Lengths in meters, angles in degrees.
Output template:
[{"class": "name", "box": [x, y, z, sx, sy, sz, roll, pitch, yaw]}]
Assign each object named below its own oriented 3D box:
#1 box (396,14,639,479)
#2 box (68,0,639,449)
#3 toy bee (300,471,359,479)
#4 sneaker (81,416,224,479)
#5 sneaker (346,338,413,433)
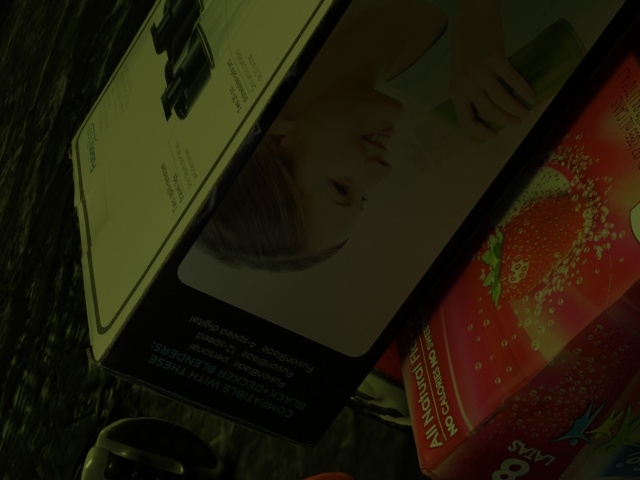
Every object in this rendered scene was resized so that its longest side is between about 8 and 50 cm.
[{"class": "box", "box": [0.101, -0.028, 0.448, 0.128, 0.123, 0.257, -49, 30, 31]}, {"class": "box", "box": [0.023, -0.095, 0.409, 0.290, 0.087, 0.169, -55, 27, 17]}, {"class": "toy bee", "box": [-0.104, 0.209, 0.553, 0.298, 0.195, 0.162, -19, 68, 28]}, {"class": "sneaker", "box": [-0.132, 0.250, 0.684, 0.118, 0.110, 0.292, -46, 23, 49]}, {"class": "sneaker", "box": [0.000, 0.000, 0.647, 0.118, 0.107, 0.279, -52, 30, 7]}]
